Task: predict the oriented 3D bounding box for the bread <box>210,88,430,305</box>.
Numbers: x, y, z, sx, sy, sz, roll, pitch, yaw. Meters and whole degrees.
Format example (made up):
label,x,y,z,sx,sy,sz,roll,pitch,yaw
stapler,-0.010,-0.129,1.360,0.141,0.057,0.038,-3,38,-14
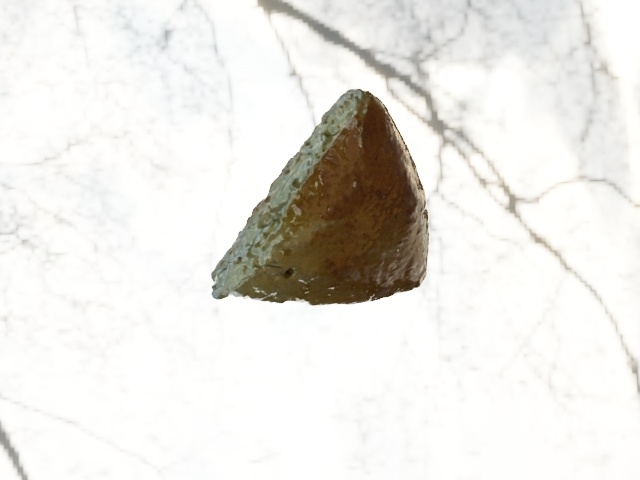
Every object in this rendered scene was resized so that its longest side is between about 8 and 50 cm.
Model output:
label,x,y,z,sx,sy,sz,roll,pitch,yaw
bread,0.022,-0.001,0.936,0.136,0.154,0.054,30,-163,-43
